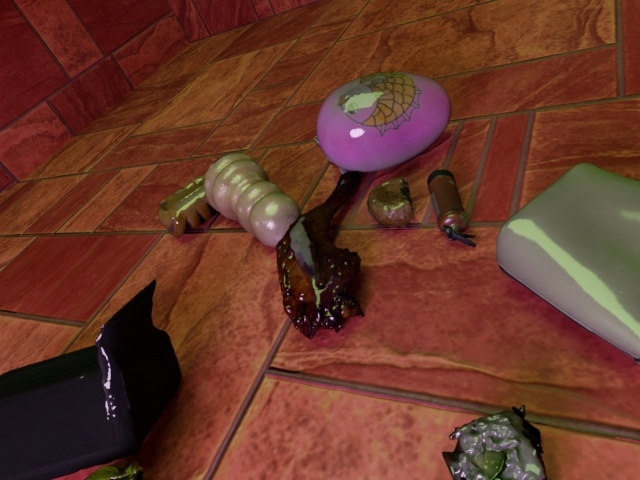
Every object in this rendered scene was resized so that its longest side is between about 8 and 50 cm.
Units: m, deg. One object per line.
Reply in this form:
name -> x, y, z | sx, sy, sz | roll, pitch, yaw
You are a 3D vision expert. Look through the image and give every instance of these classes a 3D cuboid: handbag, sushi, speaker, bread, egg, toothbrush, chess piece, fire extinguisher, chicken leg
handbag -> 0.381, 0.025, 0.539 | 0.241, 0.109, 0.315 | -38, 36, -11
sushi -> 0.177, 0.220, 0.454 | 0.098, 0.084, 0.094 | -24, 38, 10
speaker -> -0.389, 0.219, 0.692 | 0.388, 0.184, 0.180 | -20, 14, 11
bread -> -0.277, -0.097, 1.129 | 0.225, 0.081, 0.134 | -34, 34, -13
bread -> 0.126, -0.063, 0.853 | 0.082, 0.060, 0.113 | -13, 36, 18
egg -> 0.126, -0.244, 0.965 | 0.271, 0.196, 0.196 | -21, 36, -6
toothbrush -> 0.023, -0.204, 1.118 | 0.022, 0.026, 0.263 | -22, 36, -3
chess piece -> -0.131, -0.078, 0.976 | 0.142, 0.143, 0.261 | -37, 41, -13
fire extinguisher -> 0.218, -0.053, 0.796 | 0.062, 0.050, 0.177 | 13, 40, -10
chicken leg -> 0.000, 0.000, 0.832 | 0.158, 0.096, 0.407 | -9, 37, 17

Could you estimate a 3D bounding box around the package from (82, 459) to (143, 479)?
package -> -0.293, 0.355, 0.550 | 0.226, 0.090, 0.168 | -51, 3, -27
